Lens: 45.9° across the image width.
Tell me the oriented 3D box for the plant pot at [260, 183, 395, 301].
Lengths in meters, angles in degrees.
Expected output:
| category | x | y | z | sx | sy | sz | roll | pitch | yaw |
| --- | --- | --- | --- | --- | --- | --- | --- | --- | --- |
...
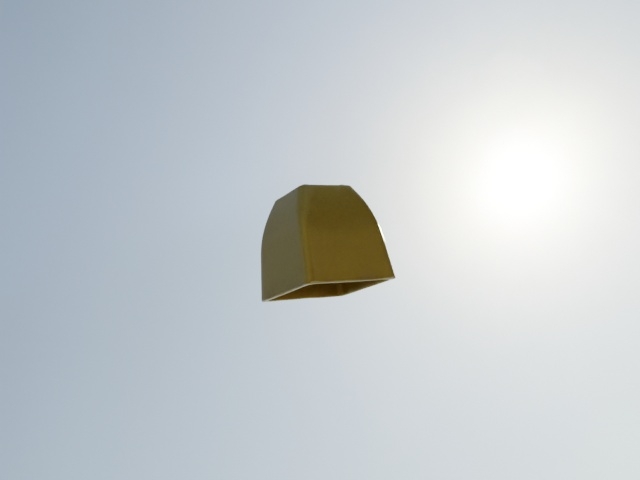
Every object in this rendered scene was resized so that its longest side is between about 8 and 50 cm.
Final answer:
| category | x | y | z | sx | sy | sz | roll | pitch | yaw |
| --- | --- | --- | --- | --- | --- | --- | --- | --- | --- |
| plant pot | 0.000 | 0.000 | 0.606 | 0.082 | 0.083 | 0.081 | -1 | -13 | -32 |
